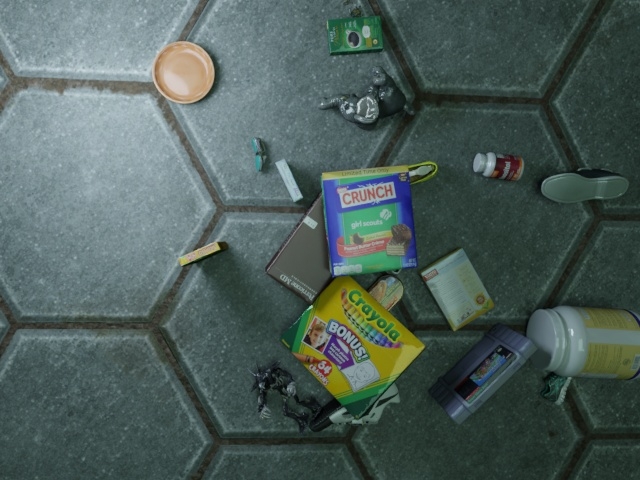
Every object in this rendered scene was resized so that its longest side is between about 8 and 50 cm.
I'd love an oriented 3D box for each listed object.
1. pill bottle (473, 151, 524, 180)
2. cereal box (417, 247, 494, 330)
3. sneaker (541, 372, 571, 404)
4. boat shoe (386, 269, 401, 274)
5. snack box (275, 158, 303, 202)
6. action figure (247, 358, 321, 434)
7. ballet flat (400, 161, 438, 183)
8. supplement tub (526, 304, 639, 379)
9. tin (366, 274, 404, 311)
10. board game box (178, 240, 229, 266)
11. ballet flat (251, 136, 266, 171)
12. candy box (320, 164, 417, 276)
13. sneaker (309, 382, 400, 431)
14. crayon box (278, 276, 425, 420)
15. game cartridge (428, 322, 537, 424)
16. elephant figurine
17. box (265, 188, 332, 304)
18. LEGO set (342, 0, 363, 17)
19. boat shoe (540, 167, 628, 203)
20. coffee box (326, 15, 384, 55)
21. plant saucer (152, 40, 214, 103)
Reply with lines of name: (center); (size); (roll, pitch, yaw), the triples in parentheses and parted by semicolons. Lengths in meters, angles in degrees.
pill bottle: (0.606, -0.254, 1.823); (0.152, 0.086, 0.086); (8, 92, -5)
cereal box: (0.471, 0.168, 1.852); (0.173, 0.047, 0.240); (-30, 94, -3)
sneaker: (0.836, 0.497, 1.894); (0.076, 0.065, 0.166); (16, 89, 0)
boat shoe: (0.244, -0.021, 1.799); (0.098, 0.096, 0.277); (-9, 93, -4)
snack box: (-0.103, -0.195, 1.759); (0.037, 0.100, 0.141); (-26, 94, -3)
action figure: (-0.131, 0.514, 1.775); (0.275, 0.141, 0.164); (40, 101, -7)
ballet flat: (0.290, -0.218, 1.802); (0.231, 0.077, 0.077); (-17, 95, -4)
supplement tub: (0.898, 0.343, 1.800); (0.331, 0.241, 0.241); (4, 92, -5)
tin: (0.205, 0.201, 1.838); (0.106, 0.040, 0.190); (44, 89, -1)
board game box: (-0.361, 0.040, 1.669); (0.124, 0.259, 0.039); (-24, 94, -3)
ballet flat: (-0.200, -0.288, 1.779); (0.041, 0.041, 0.114); (-10, 95, -4)
candy box: (0.147, -0.063, 1.641); (0.268, 0.122, 0.317); (-7, 93, -5)
sneaker: (0.123, 0.582, 1.806); (0.330, 0.122, 0.146); (-30, 93, -2)
crayon box: (0.103, 0.334, 1.737); (0.363, 0.106, 0.313); (42, 89, 18)
game cartridge: (0.532, 0.433, 1.779); (0.355, 0.230, 0.068); (-44, 95, -2)
elephant figurine: (0.147, -0.439, 1.759); (0.239, 0.186, 0.169); (-40, 139, 8)
box: (0.000, 0.000, 1.760); (0.191, 0.143, 0.381); (35, 91, -6)
LEGO set: (0.112, -0.772, 1.791); (0.054, 0.023, 0.083); (-27, 82, -5)
boat shoe: (0.899, -0.195, 1.852); (0.302, 0.091, 0.114); (3, 120, -6)
coffee box: (0.115, -0.683, 1.783); (0.184, 0.040, 0.113); (-7, 93, -5)
plant saucer: (-0.445, -0.545, 1.745); (0.200, 0.037, 0.200); (0, 93, -4)
